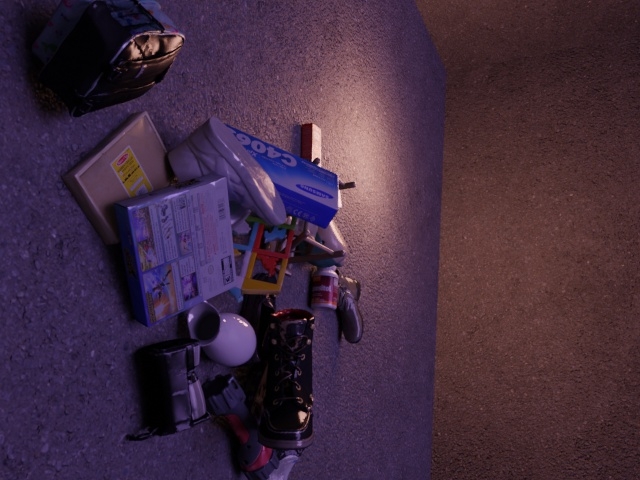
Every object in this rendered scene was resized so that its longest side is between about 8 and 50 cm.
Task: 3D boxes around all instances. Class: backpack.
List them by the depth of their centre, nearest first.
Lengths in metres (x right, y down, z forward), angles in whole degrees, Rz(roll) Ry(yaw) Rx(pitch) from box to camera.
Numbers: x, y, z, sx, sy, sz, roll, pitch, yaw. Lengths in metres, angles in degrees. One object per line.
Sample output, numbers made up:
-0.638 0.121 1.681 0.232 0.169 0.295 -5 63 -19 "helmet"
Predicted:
-0.388 -0.360 1.195 0.191 0.225 0.253 52 30 1 "backpack"

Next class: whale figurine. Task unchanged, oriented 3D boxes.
0.000 0.000 2.071 0.216 0.141 0.272 61 6 -5 "whale figurine"

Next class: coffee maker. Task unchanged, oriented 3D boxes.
-0.322 0.309 1.342 0.171 0.120 0.178 -18 101 -63 "coffee maker"

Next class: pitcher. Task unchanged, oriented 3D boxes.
-0.246 0.207 1.529 0.178 0.125 0.207 61 5 33 "pitcher"

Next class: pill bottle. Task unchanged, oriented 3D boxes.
0.014 0.152 2.095 0.086 0.086 0.152 34 55 -58 "pill bottle"

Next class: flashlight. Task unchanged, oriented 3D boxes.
-0.206 0.473 1.589 0.304 0.103 0.103 63 32 -29 "flashlight"

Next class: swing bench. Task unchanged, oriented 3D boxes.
-0.053 -0.062 1.841 0.165 0.254 0.253 30 55 -34 "swing bench"

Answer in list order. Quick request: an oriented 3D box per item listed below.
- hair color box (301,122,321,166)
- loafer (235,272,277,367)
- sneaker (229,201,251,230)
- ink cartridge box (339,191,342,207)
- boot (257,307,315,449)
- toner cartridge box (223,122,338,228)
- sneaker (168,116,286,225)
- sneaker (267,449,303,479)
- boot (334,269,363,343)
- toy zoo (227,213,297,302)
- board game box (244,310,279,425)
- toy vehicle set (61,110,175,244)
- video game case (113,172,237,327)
-0.031 -0.315 2.128 0.072 0.043 0.141 20 68 -63 "hair color box"
-0.160 0.213 1.716 0.109 0.095 0.302 62 35 -38 "loafer"
-0.304 -0.050 1.508 0.151 0.094 0.256 46 55 5 "sneaker"
0.046 -0.170 2.277 0.063 0.029 0.115 -18 103 -63 "ink cartridge box"
-0.077 0.334 1.581 0.377 0.138 0.284 -60 152 -86 "boot"
-0.122 -0.165 1.601 0.347 0.075 0.165 22 36 -16 "toner cartridge box"
-0.220 -0.124 1.469 0.292 0.169 0.108 52 20 -18 "sneaker"
-0.114 0.605 1.722 0.085 0.086 0.237 35 67 -20 "sneaker"
0.076 0.235 2.238 0.161 0.083 0.247 24 58 -53 "boot"
-0.175 0.026 1.622 0.030 0.192 0.293 102 -1 -60 "toy zoo"
-0.124 0.400 1.819 0.347 0.056 0.208 -70 149 -41 "board game box"
-0.408 -0.137 1.333 0.166 0.035 0.267 68 31 -31 "toy vehicle set"
-0.300 0.015 1.357 0.244 0.061 0.270 -25 122 -42 "video game case"
